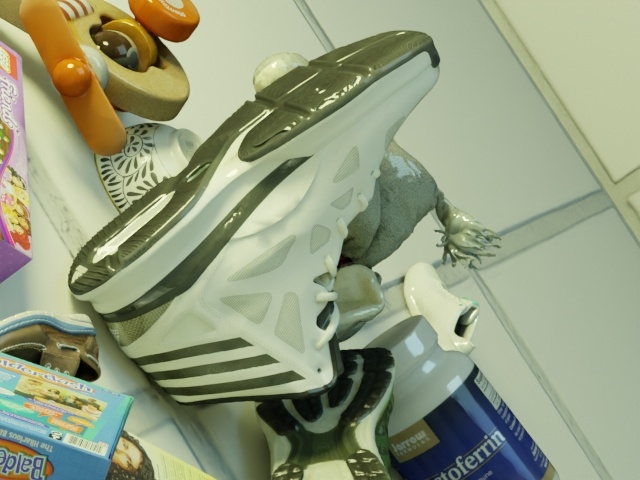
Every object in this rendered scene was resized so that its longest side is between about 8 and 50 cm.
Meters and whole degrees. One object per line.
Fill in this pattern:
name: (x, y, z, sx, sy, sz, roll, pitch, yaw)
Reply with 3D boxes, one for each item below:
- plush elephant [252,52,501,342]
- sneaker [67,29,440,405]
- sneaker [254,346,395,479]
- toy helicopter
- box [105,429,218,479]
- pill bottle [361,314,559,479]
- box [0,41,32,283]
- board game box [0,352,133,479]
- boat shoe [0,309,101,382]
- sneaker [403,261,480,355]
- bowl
plush elephant: (0.000, 0.000, 1.902, 0.330, 0.255, 0.272, 39, -8, 4)
sneaker: (-0.017, -0.005, 1.728, 0.257, 0.447, 0.169, 55, -13, -21)
sneaker: (0.016, 0.262, 1.777, 0.410, 0.158, 0.182, -83, 165, -60)
toy helicopter: (-0.295, -0.228, 1.805, 0.355, 0.140, 0.235, 28, 29, -23)
box: (-0.163, 0.228, 1.506, 0.232, 0.058, 0.087, 35, 30, -40)
pill bottle: (0.150, 0.227, 2.002, 0.265, 0.153, 0.153, 52, 23, -6)
box: (-0.366, -0.117, 1.580, 0.201, 0.057, 0.293, 36, 29, -39)
board game box: (-0.235, 0.140, 1.320, 0.160, 0.047, 0.210, 19, 7, -3)
boat shoe: (-0.247, 0.104, 1.500, 0.066, 0.066, 0.183, 62, 23, 12)
sneaker: (0.174, 0.097, 2.303, 0.080, 0.094, 0.212, 38, 28, -32)
bowl: (-0.164, -0.074, 1.889, 0.170, 0.080, 0.170, 44, 25, -27)
